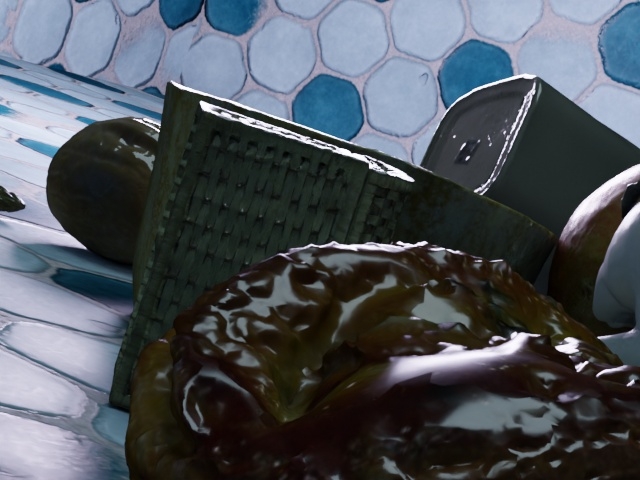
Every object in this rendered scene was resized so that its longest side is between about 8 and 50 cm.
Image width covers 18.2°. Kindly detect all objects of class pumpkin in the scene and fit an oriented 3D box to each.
[{"bbox_3d":[-0.002,0.019,1.577,0.332,0.199,0.332,25,0,0],"label":"pumpkin"}]

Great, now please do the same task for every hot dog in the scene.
[{"bbox_3d":[0.082,0.109,1.008,0.387,0.174,0.267,15,9,-41],"label":"hot dog"}]

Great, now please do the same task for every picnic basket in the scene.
[{"bbox_3d":[-0.035,0.027,1.294,0.154,0.196,0.134,17,4,-7],"label":"picnic basket"}]

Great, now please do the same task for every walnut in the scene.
[{"bbox_3d":[-0.170,-0.045,1.817,0.162,0.140,0.140,36,11,16],"label":"walnut"}]

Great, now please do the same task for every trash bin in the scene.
[{"bbox_3d":[0.238,-0.026,2.058,0.250,0.219,0.220,36,-27,-25],"label":"trash bin"}]

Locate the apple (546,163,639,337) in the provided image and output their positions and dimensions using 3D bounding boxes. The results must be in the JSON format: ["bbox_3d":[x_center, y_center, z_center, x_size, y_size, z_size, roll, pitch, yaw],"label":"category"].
[{"bbox_3d":[0.306,0.076,1.554,0.309,0.277,0.250,53,-5,-7],"label":"apple"}]

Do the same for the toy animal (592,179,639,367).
[{"bbox_3d":[0.280,0.105,1.298,0.183,0.310,0.247,27,-38,-29],"label":"toy animal"}]

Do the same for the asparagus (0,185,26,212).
[{"bbox_3d":[-0.356,-0.064,1.904,0.034,0.027,0.236,-1,18,-42],"label":"asparagus"}]
